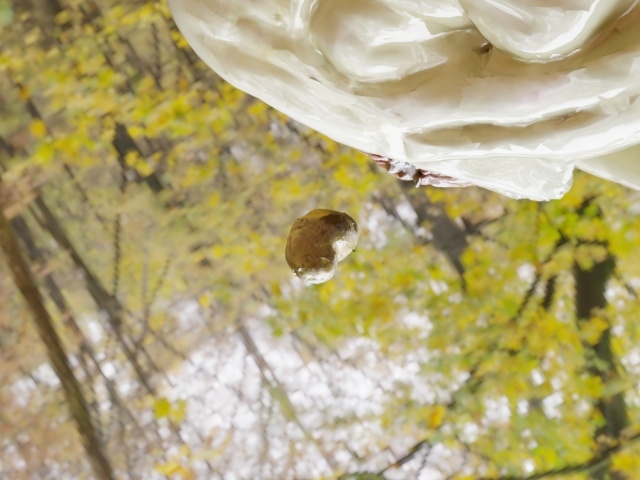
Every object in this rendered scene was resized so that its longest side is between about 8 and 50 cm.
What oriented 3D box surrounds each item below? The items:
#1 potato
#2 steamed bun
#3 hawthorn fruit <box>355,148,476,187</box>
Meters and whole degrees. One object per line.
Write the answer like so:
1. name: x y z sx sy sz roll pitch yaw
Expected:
1. potato: 0.000 0.000 1.054 0.045 0.046 0.092 -2 -156 24
2. steamed bun: 0.136 -0.184 0.531 0.394 0.346 0.237 -26 -167 20
3. hawthorn fruit: 0.122 -0.180 1.141 0.285 0.165 0.165 -62 -160 -4
